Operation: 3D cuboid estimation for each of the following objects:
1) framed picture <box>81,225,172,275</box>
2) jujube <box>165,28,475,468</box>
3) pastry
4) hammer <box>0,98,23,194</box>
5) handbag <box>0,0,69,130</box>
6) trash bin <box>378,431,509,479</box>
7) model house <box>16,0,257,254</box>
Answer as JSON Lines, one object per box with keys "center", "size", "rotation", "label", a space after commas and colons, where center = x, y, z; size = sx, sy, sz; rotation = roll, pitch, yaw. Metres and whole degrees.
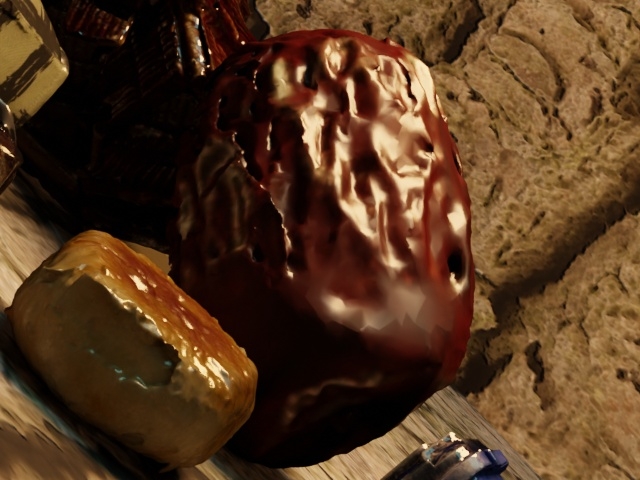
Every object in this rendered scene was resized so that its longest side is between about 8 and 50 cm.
{"center": [-0.139, 0.056, 1.855], "size": [0.240, 0.020, 0.324], "rotation": [41, 6, -27], "label": "framed picture"}
{"center": [0.000, 0.000, 1.585], "size": [0.258, 0.258, 0.376], "rotation": [35, 53, -60], "label": "jujube"}
{"center": [-0.127, 0.078, 1.316], "size": [0.182, 0.093, 0.192], "rotation": [40, 6, -4], "label": "pastry"}
{"center": [-0.385, -0.145, 1.304], "size": [0.409, 0.095, 0.242], "rotation": [37, 6, -11], "label": "hammer"}
{"center": [-0.397, -0.268, 1.611], "size": [0.327, 0.162, 0.325], "rotation": [39, -10, 37], "label": "handbag"}
{"center": [0.121, 0.269, 1.392], "size": [0.234, 0.162, 0.184], "rotation": [50, 6, 13], "label": "trash bin"}
{"center": [-0.196, -0.193, 1.746], "size": [0.297, 0.282, 0.317], "rotation": [6, 49, -18], "label": "model house"}
